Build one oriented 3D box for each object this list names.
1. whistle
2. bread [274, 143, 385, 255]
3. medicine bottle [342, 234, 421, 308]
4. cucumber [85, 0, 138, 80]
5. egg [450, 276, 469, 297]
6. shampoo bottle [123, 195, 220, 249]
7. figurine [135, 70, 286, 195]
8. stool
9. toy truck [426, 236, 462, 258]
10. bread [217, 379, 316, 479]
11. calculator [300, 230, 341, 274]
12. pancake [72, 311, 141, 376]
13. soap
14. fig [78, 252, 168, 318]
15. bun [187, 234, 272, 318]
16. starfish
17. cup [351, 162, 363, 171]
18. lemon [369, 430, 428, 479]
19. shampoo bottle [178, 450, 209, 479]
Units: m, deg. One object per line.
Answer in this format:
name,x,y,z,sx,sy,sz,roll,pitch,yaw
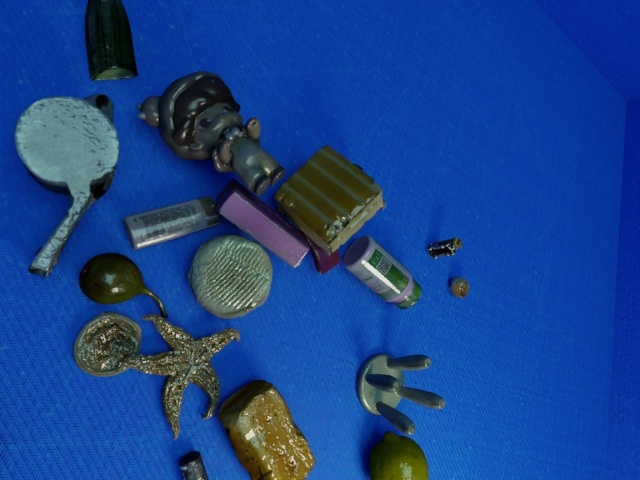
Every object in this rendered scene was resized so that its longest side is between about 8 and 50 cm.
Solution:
whistle,-0.544,-0.126,0.907,0.188,0.168,0.406,-4,90,-31
bread,0.026,-0.113,1.183,0.246,0.111,0.239,39,75,21
medicine bottle,0.210,0.112,1.359,0.274,0.133,0.134,39,65,-21
cucumber,-0.530,-0.528,1.030,0.115,0.063,0.244,-10,87,-33
egg,0.539,0.182,1.591,0.071,0.071,0.083,-32,118,-31
shampoo bottle,-0.378,-0.049,1.061,0.227,0.055,0.086,-21,93,-32
figurine,-0.257,-0.270,1.049,0.380,0.203,0.248,41,64,7
stool,0.244,0.465,1.295,0.195,0.198,0.196,-22,94,-31
toy truck,0.462,0.025,1.533,0.052,0.123,0.063,53,55,-15
bread,-0.143,0.525,1.086,0.166,0.132,0.295,-33,100,-31
calculator,0.000,0.000,1.281,0.126,0.034,0.191,-30,99,-51
pancake,-0.497,0.243,0.966,0.151,0.025,0.152,4,83,-31
soap,-0.156,-0.049,1.122,0.259,0.181,0.081,38,97,-21
fig,-0.445,0.119,0.976,0.236,0.124,0.124,41,64,-37
bun,-0.236,0.096,1.083,0.220,0.134,0.221,1,82,-8
starfish,-0.352,0.312,1.027,0.302,0.060,0.299,43,70,-26
cup,0.061,-0.159,1.318,0.176,0.131,0.155,8,74,-11
lemon,0.242,0.720,1.271,0.184,0.184,0.249,-5,85,-32
shampoo bottle,-0.298,0.635,1.018,0.063,0.057,0.208,-17,92,-33
